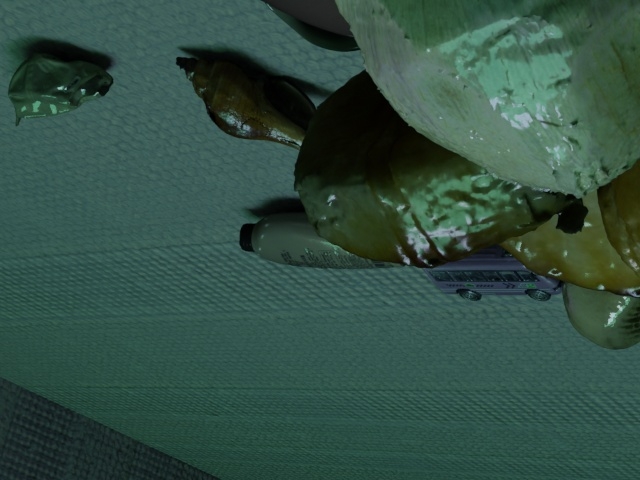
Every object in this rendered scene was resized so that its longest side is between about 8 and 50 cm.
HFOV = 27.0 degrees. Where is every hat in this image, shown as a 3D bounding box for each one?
[{"bbox_3d":[-0.334,-0.195,1.681,0.122,0.081,0.166,-22,-176,-17],"label":"hat"}]

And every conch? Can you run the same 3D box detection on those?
[{"bbox_3d":[-0.069,-0.153,1.591,0.232,0.086,0.080,22,157,-19],"label":"conch"}]

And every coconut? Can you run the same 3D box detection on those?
[{"bbox_3d":[0.159,-0.205,1.052,0.297,0.297,0.254,-2,149,32],"label":"coconut"}]

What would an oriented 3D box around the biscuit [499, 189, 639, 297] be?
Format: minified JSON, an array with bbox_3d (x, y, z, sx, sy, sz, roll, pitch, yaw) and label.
[{"bbox_3d":[0.325,-0.056,1.551,0.296,0.102,0.296,14,144,10],"label":"biscuit"}]

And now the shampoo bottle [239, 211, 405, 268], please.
[{"bbox_3d":[0.000,0.000,1.943,0.256,0.078,0.127,1,161,22],"label":"shampoo bottle"}]

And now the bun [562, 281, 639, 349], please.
[{"bbox_3d":[0.404,0.048,1.754,0.193,0.178,0.128,-4,-142,-45],"label":"bun"}]

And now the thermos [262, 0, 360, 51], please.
[{"bbox_3d":[0.022,-0.249,1.234,0.176,0.146,0.265,-21,151,35],"label":"thermos"}]

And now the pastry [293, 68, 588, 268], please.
[{"bbox_3d":[0.128,-0.103,1.308,0.329,0.330,0.136,-4,126,37],"label":"pastry"}]

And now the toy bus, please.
[{"bbox_3d":[0.243,0.020,1.839,0.198,0.096,0.108,-2,150,39],"label":"toy bus"}]

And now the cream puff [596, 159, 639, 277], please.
[{"bbox_3d":[0.417,-0.072,1.168,0.327,0.231,0.343,32,137,-17],"label":"cream puff"}]
